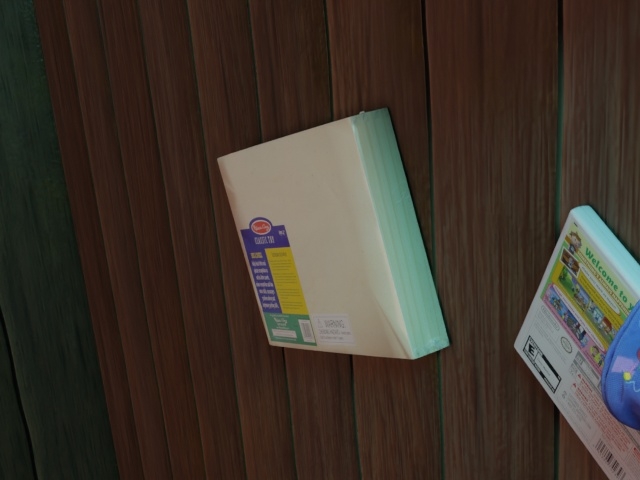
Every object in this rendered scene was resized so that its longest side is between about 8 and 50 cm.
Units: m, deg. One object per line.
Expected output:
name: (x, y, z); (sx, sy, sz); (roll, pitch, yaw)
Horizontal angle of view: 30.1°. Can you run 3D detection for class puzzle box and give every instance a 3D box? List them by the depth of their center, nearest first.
puzzle box: (0.000, 0.000, 1.445); (0.409, 0.052, 0.272); (-4, 102, 65)

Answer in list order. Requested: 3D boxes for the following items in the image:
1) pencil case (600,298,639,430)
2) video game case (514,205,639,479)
pencil case: (0.328, 0.129, 0.746); (0.306, 0.133, 0.119); (31, 100, 45)
video game case: (0.254, 0.108, 1.020); (0.212, 0.023, 0.193); (58, 152, 34)
